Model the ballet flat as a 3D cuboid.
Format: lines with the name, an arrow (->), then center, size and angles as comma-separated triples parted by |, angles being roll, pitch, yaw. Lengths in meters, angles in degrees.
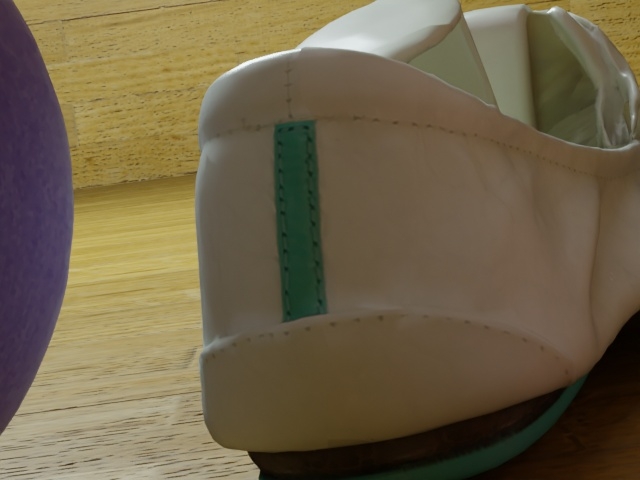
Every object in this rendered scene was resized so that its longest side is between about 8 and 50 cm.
ballet flat -> 0.059, -0.021, 0.613 | 0.139, 0.139, 0.400 | -6, 5, 18

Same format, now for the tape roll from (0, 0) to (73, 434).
tape roll -> -0.164, -0.009, 0.471 | 0.189, 0.189, 0.080 | -11, 7, -35
